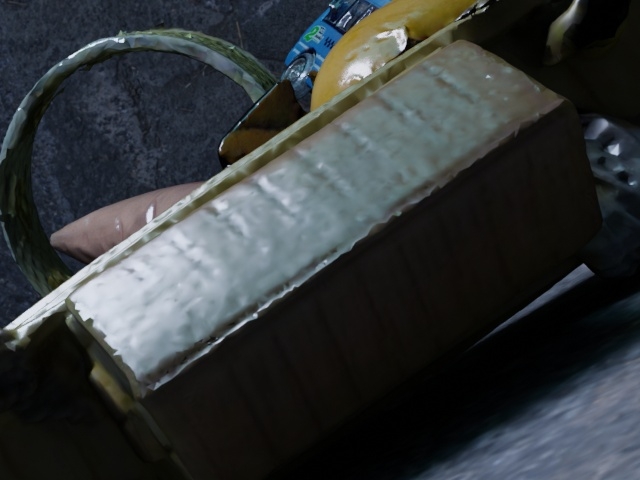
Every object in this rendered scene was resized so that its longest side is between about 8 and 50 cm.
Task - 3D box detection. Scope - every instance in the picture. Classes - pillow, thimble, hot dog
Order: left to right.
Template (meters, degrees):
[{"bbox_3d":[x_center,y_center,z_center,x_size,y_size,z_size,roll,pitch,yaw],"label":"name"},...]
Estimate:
[{"bbox_3d":[-0.138,-0.046,1.339,0.271,0.271,0.150,-28,6,6],"label":"thimble"},{"bbox_3d":[-0.042,-0.004,1.115,0.223,0.084,0.236,1,-9,-43],"label":"pillow"},{"bbox_3d":[0.105,-0.106,0.958,0.326,0.194,0.107,-43,3,-19],"label":"hot dog"}]

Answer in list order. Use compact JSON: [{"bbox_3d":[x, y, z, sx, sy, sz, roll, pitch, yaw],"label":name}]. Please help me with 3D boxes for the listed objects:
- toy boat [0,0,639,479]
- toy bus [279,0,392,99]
[{"bbox_3d":[-0.014,0.033,0.589,0.445,0.136,0.162,-34,1,-14],"label":"toy boat"},{"bbox_3d":[0.068,-0.126,1.272,0.134,0.113,0.246,-52,28,6],"label":"toy bus"}]
